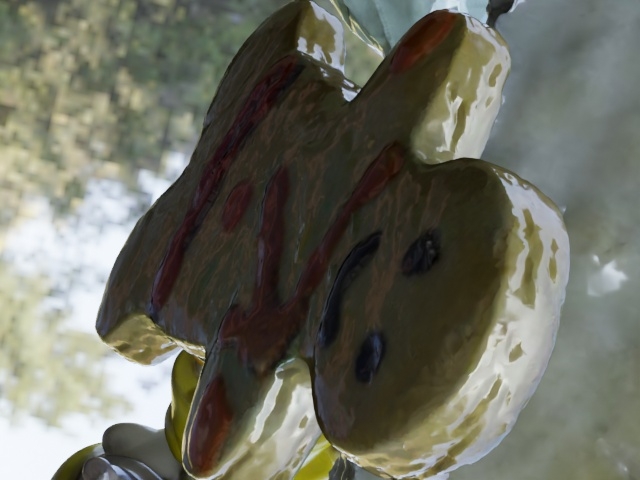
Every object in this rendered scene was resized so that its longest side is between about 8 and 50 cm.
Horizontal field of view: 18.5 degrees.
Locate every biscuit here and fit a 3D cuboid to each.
[{"bbox_3d":[0.000,0.000,0.565,0.153,0.030,0.234,-62,-154,6],"label":"biscuit"},{"bbox_3d":[0.099,0.000,0.596,0.038,0.141,0.290,88,21,-73],"label":"biscuit"}]

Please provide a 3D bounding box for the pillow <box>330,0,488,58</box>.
[{"bbox_3d":[0.038,-0.239,0.999,0.138,0.310,0.283,-24,-165,37],"label":"pillow"}]

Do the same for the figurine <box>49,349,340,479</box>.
[{"bbox_3d":[-0.082,0.172,1.374,0.187,0.215,0.343,-42,159,-50],"label":"figurine"}]
